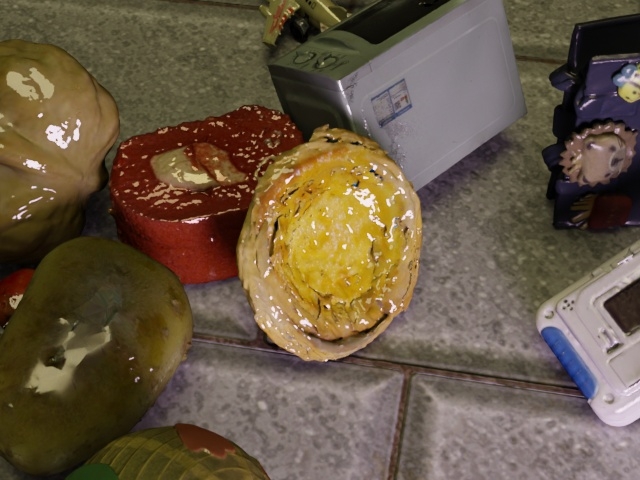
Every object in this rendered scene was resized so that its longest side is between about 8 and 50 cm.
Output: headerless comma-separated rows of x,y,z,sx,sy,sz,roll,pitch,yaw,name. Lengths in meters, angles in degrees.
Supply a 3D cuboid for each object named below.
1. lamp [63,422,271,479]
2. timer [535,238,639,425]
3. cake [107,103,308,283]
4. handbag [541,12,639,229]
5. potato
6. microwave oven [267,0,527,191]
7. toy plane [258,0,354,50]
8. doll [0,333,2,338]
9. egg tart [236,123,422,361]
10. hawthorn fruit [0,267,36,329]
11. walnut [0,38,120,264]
-0.165,0.316,1.035,0.284,0.250,0.250,-25,40,34,lamp
0.396,0.085,1.234,0.253,0.078,0.178,-36,54,6,timer
-0.137,-0.057,1.380,0.283,0.151,0.177,-15,48,-17,cake
0.451,-0.144,1.334,0.329,0.303,0.122,-5,47,-2,handbag
-0.272,0.132,1.208,0.210,0.173,0.307,26,55,2,potato
0.106,-0.210,1.440,0.295,0.237,0.181,-35,34,-24,microwave oven
-0.027,-0.391,1.692,0.229,0.092,0.244,-35,57,-22,toy plane
-0.427,0.153,1.247,0.105,0.115,0.221,0,42,2,doll
0.000,0.000,1.287,0.291,0.291,0.107,-35,23,-24,egg tart
-0.372,0.083,1.308,0.081,0.081,0.093,-8,31,-5,hawthorn fruit
-0.408,-0.121,1.363,0.277,0.253,0.282,21,65,29,walnut
